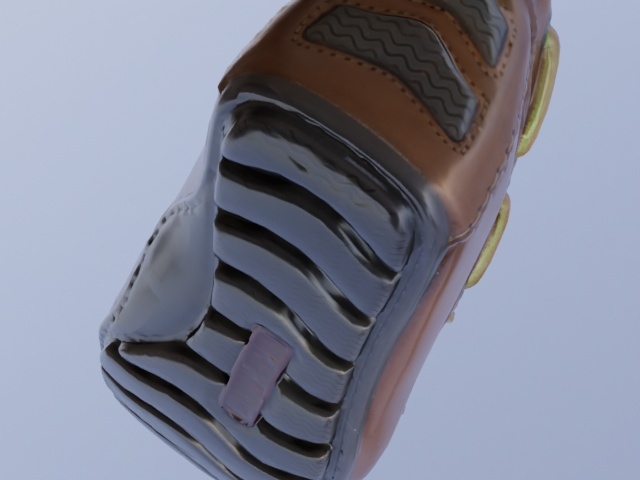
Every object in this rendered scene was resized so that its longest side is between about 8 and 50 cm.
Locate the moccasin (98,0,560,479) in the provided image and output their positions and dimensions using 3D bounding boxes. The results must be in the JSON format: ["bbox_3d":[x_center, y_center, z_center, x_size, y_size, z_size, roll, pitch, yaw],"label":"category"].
[{"bbox_3d":[-0.003,-0.002,0.722,0.139,0.380,0.147,33,-119,9],"label":"moccasin"}]
